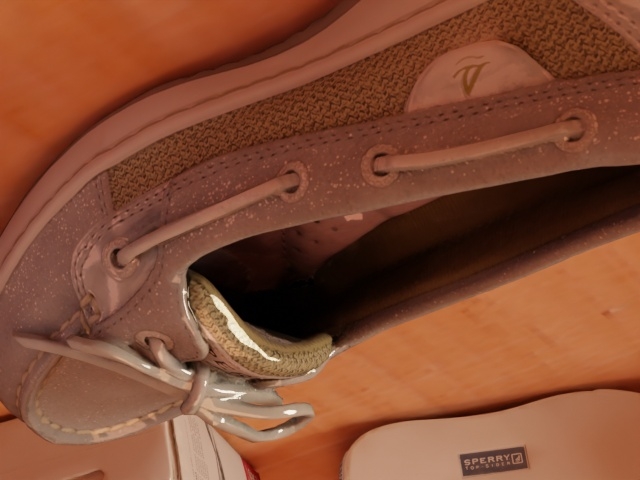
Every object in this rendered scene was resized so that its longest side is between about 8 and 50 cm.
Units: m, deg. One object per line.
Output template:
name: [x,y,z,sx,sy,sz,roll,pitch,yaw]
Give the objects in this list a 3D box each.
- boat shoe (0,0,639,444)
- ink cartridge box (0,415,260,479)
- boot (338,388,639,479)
boat shoe: [0.003,0.000,0.533,0.320,0.103,0.118,-29,145,27]
ink cartridge box: [-0.090,0.124,0.752,0.099,0.056,0.135,-16,149,9]
boot: [0.103,0.122,0.813,0.190,0.069,0.086,-1,156,-1]
